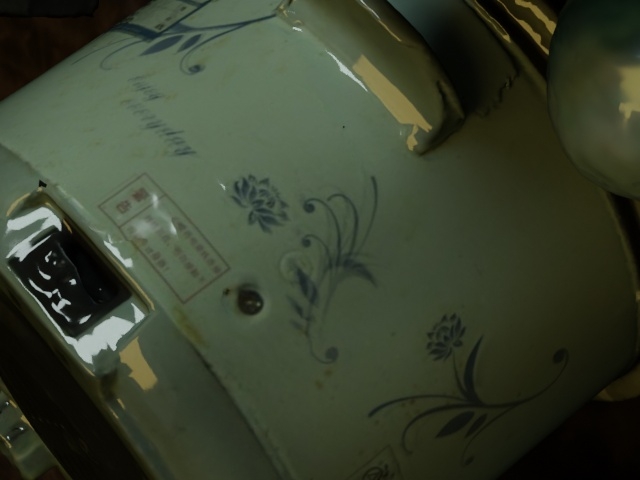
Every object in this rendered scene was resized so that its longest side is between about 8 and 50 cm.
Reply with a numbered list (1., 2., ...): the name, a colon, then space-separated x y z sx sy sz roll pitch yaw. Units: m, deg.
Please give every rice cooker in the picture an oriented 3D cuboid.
1. rice cooker: 0.000 0.000 0.728 0.264 0.316 0.316 45 127 25

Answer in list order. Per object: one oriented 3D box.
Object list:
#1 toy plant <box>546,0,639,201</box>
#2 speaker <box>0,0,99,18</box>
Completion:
1. toy plant: 0.129 -0.143 0.543 0.247 0.332 0.247 13 109 41
2. speaker: -0.157 -0.319 0.831 0.184 0.180 0.388 48 130 38
